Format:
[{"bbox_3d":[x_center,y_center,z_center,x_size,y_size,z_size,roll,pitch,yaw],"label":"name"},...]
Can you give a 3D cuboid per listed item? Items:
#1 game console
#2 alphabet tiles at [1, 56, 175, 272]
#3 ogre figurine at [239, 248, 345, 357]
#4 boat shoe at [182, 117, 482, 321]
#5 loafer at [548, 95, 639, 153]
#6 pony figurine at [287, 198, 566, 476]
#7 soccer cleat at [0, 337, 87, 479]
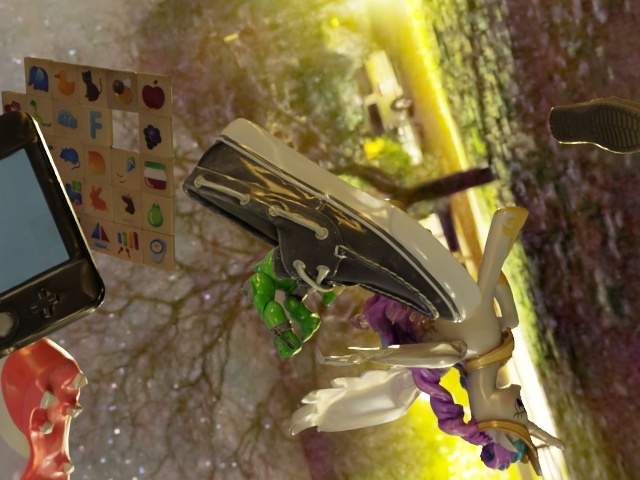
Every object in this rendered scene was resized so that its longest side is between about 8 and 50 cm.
[{"bbox_3d":[-0.173,-0.008,0.393,0.122,0.107,0.071,61,175,23],"label":"game console"},{"bbox_3d":[-0.245,-0.084,0.906,0.009,0.237,0.198,-27,-56,-54],"label":"alphabet tiles"},{"bbox_3d":[-0.035,0.061,1.219,0.118,0.197,0.097,39,161,-5],"label":"ogre figurine"},{"bbox_3d":[0.000,0.000,0.785,0.301,0.102,0.108,34,164,20],"label":"boat shoe"},{"bbox_3d":[0.304,-0.127,0.917,0.148,0.050,0.056,26,133,59],"label":"loafer"},{"bbox_3d":[0.142,0.131,1.167,0.303,0.351,0.363,114,157,-63],"label":"pony figurine"},{"bbox_3d":[-0.279,0.188,0.801,0.083,0.095,0.248,-25,-38,-52],"label":"soccer cleat"}]
